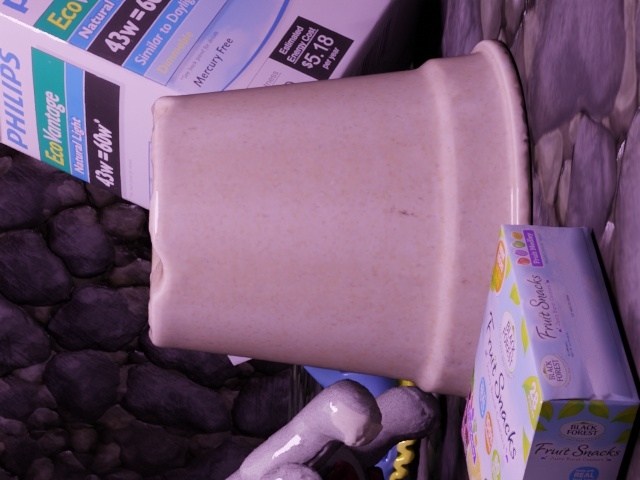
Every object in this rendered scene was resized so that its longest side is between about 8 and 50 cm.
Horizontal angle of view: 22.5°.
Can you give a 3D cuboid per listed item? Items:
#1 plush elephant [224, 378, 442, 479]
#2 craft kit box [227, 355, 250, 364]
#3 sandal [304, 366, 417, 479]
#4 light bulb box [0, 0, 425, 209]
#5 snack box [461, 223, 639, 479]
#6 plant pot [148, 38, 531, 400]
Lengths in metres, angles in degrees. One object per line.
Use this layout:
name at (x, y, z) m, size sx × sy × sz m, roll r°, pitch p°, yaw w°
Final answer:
plush elephant at (0.013, 0.317, 1.553) m, size 0.255 × 0.330 × 0.272 m, roll 56°, pitch -174°, yaw 16°
craft kit box at (0.000, 0.000, 1.773) m, size 0.061 × 0.246 × 0.250 m, roll 58°, pitch -164°, yaw -34°
sandal at (0.044, 0.139, 1.835) m, size 0.126 × 0.138 × 0.317 m, roll -131°, pitch 41°, yaw -79°
light bulb box at (-0.115, -0.220, 1.759) m, size 0.358 × 0.361 × 0.225 m, roll -59°, pitch -13°, yaw -35°
snack box at (0.150, 0.121, 1.101) m, size 0.174 × 0.070 × 0.207 m, roll -95°, pitch 10°, yaw -51°
plant pot at (0.001, -0.016, 1.429) m, size 0.334 × 0.305 × 0.334 m, roll -179°, pitch 90°, yaw -84°
